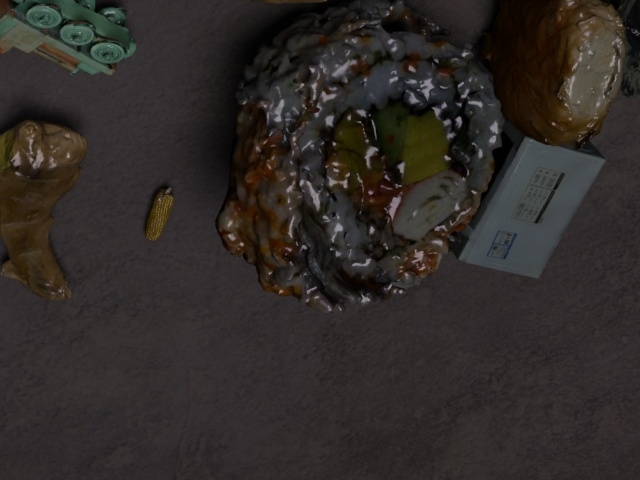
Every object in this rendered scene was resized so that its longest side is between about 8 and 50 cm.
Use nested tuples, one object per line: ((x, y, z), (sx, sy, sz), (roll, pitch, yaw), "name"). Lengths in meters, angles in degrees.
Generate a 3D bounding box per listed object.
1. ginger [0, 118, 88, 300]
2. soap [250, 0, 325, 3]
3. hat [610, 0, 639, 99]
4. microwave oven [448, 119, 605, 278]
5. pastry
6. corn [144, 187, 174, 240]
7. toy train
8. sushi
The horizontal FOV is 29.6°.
((-0.359, -0.038, 1.556), (0.131, 0.086, 0.294), (-15, 135, -20), "ginger")
((-0.110, -0.331, 1.380), (0.258, 0.160, 0.080), (8, 88, -22), "soap")
((0.459, -0.320, 1.604), (0.266, 0.128, 0.265), (-12, 140, -11), "hat")
((0.276, -0.072, 1.713), (0.162, 0.122, 0.208), (12, 119, -26), "microwave oven")
((0.299, -0.227, 1.549), (0.100, 0.218, 0.228), (-3, 81, -27), "pastry")
((-0.217, -0.037, 1.631), (0.027, 0.028, 0.083), (6, 124, -29), "corn")
((-0.308, -0.247, 1.426), (0.118, 0.074, 0.176), (-25, 146, 33), "toy train")
((0.061, -0.107, 1.541), (0.418, 0.176, 0.417), (-13, 114, -32), "sushi")
